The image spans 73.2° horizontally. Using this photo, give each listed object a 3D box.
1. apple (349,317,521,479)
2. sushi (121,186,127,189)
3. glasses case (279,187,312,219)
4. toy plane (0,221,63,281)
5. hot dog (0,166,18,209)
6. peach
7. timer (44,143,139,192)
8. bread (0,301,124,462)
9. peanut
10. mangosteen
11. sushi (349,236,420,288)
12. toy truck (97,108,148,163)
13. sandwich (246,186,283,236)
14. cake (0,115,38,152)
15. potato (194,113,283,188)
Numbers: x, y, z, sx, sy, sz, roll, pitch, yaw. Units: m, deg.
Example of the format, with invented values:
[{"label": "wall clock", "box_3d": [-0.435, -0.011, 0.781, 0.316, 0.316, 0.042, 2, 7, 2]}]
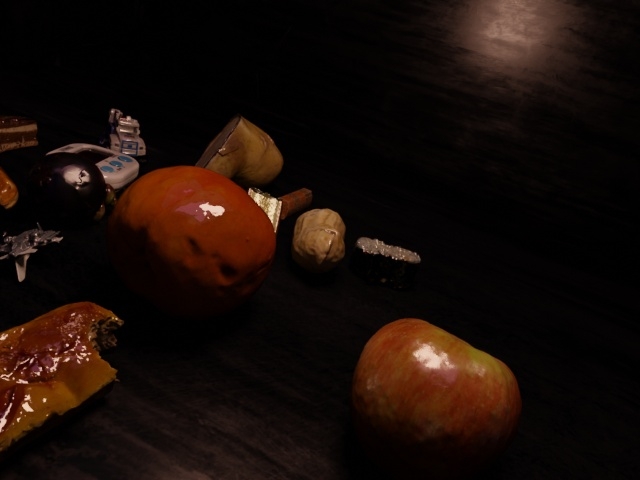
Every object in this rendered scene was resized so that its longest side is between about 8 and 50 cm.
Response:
[{"label": "apple", "box_3d": [0.185, 0.279, 0.741, 0.310, 0.249, 0.278, 26, -2, -37]}, {"label": "sushi", "box_3d": [-0.522, -0.107, 1.342, 0.201, 0.031, 0.139, 24, 0, 21]}, {"label": "glasses case", "box_3d": [-0.099, -0.143, 1.664, 0.049, 0.075, 0.218, 27, 24, 14]}, {"label": "toy plane", "box_3d": [-0.651, 0.001, 0.964, 0.160, 0.082, 0.234, -16, 30, -7]}, {"label": "hot dog", "box_3d": [-0.909, -0.167, 1.135, 0.337, 0.100, 0.135, 34, 20, 33]}, {"label": "peach", "box_3d": [-0.267, -0.002, 0.931, 0.343, 0.342, 0.302, 28, 43, 23]}, {"label": "timer", "box_3d": [-0.743, -0.237, 1.415, 0.237, 0.086, 0.262, 15, 23, -6]}, {"label": "bread", "box_3d": [-0.434, 0.208, 0.614, 0.186, 0.109, 0.380, 23, 22, 15]}, {"label": "peanut", "box_3d": [-0.004, 0.004, 1.300, 0.174, 0.158, 0.340, -19, 24, 13]}, {"label": "mangosteen", "box_3d": [-0.653, -0.133, 1.155, 0.194, 0.194, 0.230, 28, -1, 24]}, {"label": "sushi", "box_3d": [0.197, 0.075, 1.333, 0.213, 0.114, 0.147, 16, 20, 1]}, {"label": "toy truck", "box_3d": [-0.756, -0.400, 1.659, 0.161, 0.176, 0.213, 0, 28, -37]}, {"label": "sandwich", "box_3d": [-0.189, -0.024, 1.287, 0.122, 0.128, 0.235, 13, 67, -9]}, {"label": "cake", "box_3d": [-1.087, -0.364, 1.433, 0.135, 0.112, 0.246, 15, 23, 2]}, {"label": "potato", "box_3d": [-0.297, -0.295, 1.691, 0.296, 0.290, 0.396, 38, 35, -25]}]
